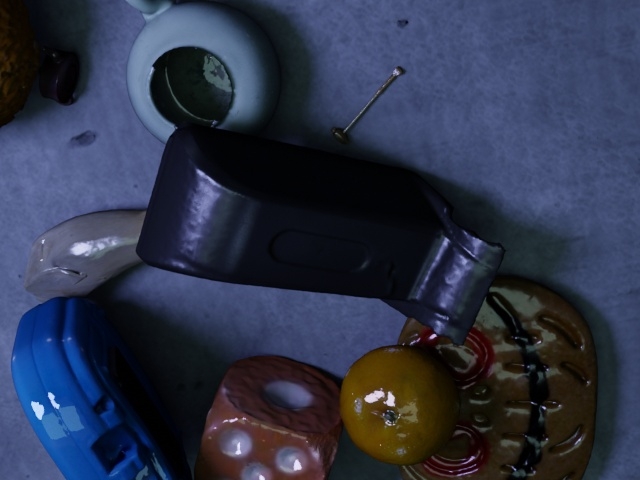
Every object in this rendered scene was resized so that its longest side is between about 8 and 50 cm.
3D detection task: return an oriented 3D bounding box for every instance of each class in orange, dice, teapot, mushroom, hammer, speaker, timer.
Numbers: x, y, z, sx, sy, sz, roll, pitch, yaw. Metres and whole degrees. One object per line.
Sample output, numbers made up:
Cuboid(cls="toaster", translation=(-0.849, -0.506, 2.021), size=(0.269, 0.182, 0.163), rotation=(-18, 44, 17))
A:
Cuboid(cls="orange", translation=(0.099, 0.211, 1.331), size=(0.156, 0.124, 0.156), rotation=(2, 99, 10))
Cuboid(cls="dice", translation=(-0.066, 0.275, 1.414), size=(0.174, 0.174, 0.179), rotation=(14, 115, 3))
Cuboid(cls="teapot", translation=(-0.146, -0.195, 1.284), size=(0.193, 0.129, 0.294), rotation=(-28, 102, 18))
Cuboid(cls="mushroom", translation=(-0.297, 0.013, 1.398), size=(0.246, 0.096, 0.108), rotation=(-21, 95, 13))
Cuboid(cls="hammer", translation=(0.060, -0.173, 1.323), size=(0.029, 0.014, 0.123), rotation=(38, 108, -14))
Cuboid(cls="speaker", translation=(0.000, 0.000, 1.240), size=(0.388, 0.184, 0.180), rotation=(8, 113, -28))
Cuboid(cls="teapot", translation=(-0.341, -0.211, 1.346), size=(0.045, 0.068, 0.100), rotation=(16, 144, 7))
Cuboid(cls="timer", translation=(-0.271, 0.239, 1.354), size=(0.115, 0.309, 0.340), rotation=(-29, 110, -2))

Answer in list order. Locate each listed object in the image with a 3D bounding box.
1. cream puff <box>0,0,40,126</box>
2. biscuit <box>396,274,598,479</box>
Cuboid(cls="cream puff", translation=(-0.480, -0.260, 1.275), size=(0.303, 0.212, 0.303), rotation=(7, 120, 13))
Cuboid(cls="biscuit", translation=(0.211, 0.221, 1.409), size=(0.314, 0.063, 0.368), rotation=(2, 110, 7))
